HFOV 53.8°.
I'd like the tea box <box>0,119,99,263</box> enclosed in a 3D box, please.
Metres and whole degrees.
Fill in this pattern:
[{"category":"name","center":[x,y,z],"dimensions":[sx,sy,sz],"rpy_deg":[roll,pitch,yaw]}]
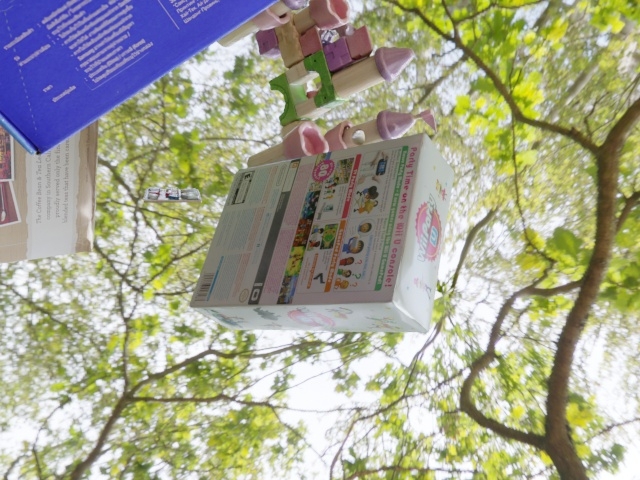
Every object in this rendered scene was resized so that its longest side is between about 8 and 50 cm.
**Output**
[{"category":"tea box","center":[-0.430,-0.184,0.777],"dimensions":[0.323,0.219,0.329],"rpy_deg":[41,-52,42]}]

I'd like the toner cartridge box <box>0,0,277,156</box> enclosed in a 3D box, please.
[{"category":"toner cartridge box","center":[-0.065,-0.206,0.327],"dimensions":[0.347,0.075,0.165],"rpy_deg":[-30,-55,8]}]

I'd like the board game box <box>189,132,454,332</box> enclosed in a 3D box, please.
[{"category":"board game box","center":[0.000,0.000,0.807],"dimensions":[0.303,0.097,0.224],"rpy_deg":[-5,-122,36]}]

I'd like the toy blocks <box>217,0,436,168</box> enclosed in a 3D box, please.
[{"category":"toy blocks","center":[0.041,-0.264,1.003],"dimensions":[0.260,0.309,0.289],"rpy_deg":[-18,-94,35]}]

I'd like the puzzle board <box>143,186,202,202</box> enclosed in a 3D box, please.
[{"category":"puzzle board","center":[-0.262,-0.082,1.119],"dimensions":[0.096,0.128,0.011],"rpy_deg":[-1,-77,-13]}]
